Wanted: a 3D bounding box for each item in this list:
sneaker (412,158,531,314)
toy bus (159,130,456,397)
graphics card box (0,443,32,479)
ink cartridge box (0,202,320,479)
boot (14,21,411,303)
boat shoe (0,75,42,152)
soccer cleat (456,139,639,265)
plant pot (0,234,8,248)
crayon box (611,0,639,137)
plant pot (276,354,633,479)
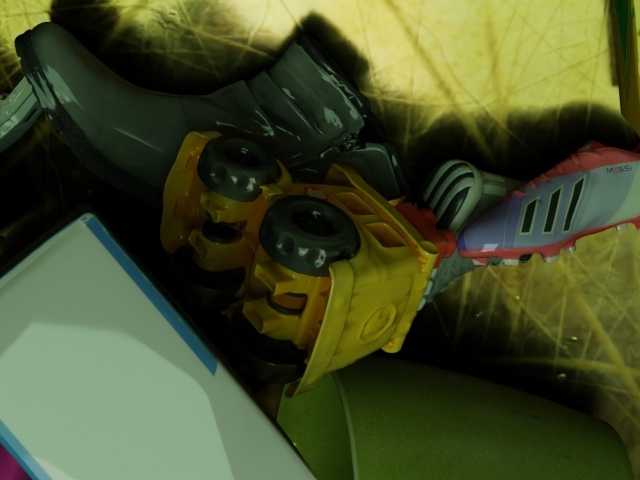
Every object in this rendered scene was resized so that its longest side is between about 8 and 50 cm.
[{"bbox_3d":[0.126,0.025,1.500,0.132,0.086,0.229,7,137,-29],"label":"sneaker"},{"bbox_3d":[0.000,0.000,1.372,0.211,0.220,0.149,-15,137,-37],"label":"toy bus"},{"bbox_3d":[-0.362,0.295,1.580,0.371,0.094,0.233,20,80,-5],"label":"graphics card box"},{"bbox_3d":[-0.166,0.124,1.361,0.166,0.395,0.285,-40,98,-5],"label":"ink cartridge box"},{"bbox_3d":[-0.090,-0.118,1.447,0.222,0.118,0.338,-38,117,14],"label":"boot"},{"bbox_3d":[-0.284,-0.119,1.492,0.100,0.035,0.035,-45,76,22],"label":"boat shoe"},{"bbox_3d":[0.217,-0.039,1.421,0.248,0.083,0.095,-13,96,-28],"label":"soccer cleat"},{"bbox_3d":[-0.517,-0.049,1.389,0.366,0.366,0.353,-30,96,14],"label":"plant pot"},{"bbox_3d":[0.420,-0.265,1.333,0.363,0.106,0.313,-9,113,1],"label":"crayon box"},{"bbox_3d":[0.130,0.236,1.505,0.293,0.275,0.275,1,114,-16],"label":"plant pot"}]
